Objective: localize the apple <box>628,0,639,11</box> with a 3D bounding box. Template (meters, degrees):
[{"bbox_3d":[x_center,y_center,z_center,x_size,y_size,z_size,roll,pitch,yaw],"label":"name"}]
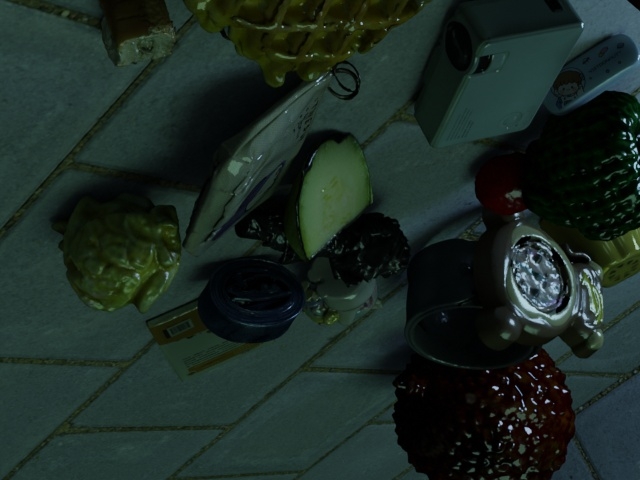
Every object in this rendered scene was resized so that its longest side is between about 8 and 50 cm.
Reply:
[{"bbox_3d":[0.496,-0.409,1.698,0.234,0.234,0.234,-20,153,-11],"label":"apple"}]

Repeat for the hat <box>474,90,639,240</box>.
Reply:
[{"bbox_3d":[0.430,-0.107,2.169,0.332,0.242,0.274,-20,-170,33],"label":"hat"}]

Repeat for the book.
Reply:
[{"bbox_3d":[-0.203,0.177,2.359,0.208,0.020,0.295,-24,154,-5],"label":"book"}]

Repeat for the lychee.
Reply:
[{"bbox_3d":[0.358,0.383,2.813,0.500,0.424,0.424,29,123,-36],"label":"lychee"}]

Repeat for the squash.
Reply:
[{"bbox_3d":[-0.009,-0.092,1.989,0.192,0.085,0.184,-42,136,-36],"label":"squash"}]

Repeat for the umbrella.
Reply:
[{"bbox_3d":[0.006,0.009,2.088,0.337,0.154,0.128,0,130,-43],"label":"umbrella"}]

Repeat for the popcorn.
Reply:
[{"bbox_3d":[-0.297,0.016,1.827,0.185,0.187,0.167,-1,110,-26],"label":"popcorn"}]

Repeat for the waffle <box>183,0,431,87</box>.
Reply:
[{"bbox_3d":[0.023,-0.355,1.528,0.382,0.095,0.379,-33,151,9],"label":"waffle"}]

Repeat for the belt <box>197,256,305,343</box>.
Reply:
[{"bbox_3d":[-0.116,0.103,2.165,0.190,0.141,0.082,-2,148,-30],"label":"belt"}]

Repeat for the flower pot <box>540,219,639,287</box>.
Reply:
[{"bbox_3d":[0.579,-0.010,2.536,0.195,0.179,0.195,-22,152,-12],"label":"flower pot"}]

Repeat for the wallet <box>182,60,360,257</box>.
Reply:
[{"bbox_3d":[-0.088,-0.108,1.806,0.275,0.068,0.335,-39,168,-38],"label":"wallet"}]

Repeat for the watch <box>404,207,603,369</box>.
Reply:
[{"bbox_3d":[0.342,0.135,2.448,0.335,0.314,0.327,24,145,-27],"label":"watch"}]

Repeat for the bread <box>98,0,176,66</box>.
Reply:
[{"bbox_3d":[-0.223,-0.259,1.496,0.083,0.070,0.076,-17,153,-23],"label":"bread"}]

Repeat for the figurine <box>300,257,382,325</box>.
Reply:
[{"bbox_3d":[0.043,0.103,2.330,0.155,0.127,0.235,-42,158,-9],"label":"figurine"}]

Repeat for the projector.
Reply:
[{"bbox_3d":[0.262,-0.264,1.885,0.192,0.099,0.256,-15,152,-23],"label":"projector"}]

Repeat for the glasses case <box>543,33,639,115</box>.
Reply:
[{"bbox_3d":[0.450,-0.276,2.060,0.178,0.067,0.045,-34,155,15],"label":"glasses case"}]
